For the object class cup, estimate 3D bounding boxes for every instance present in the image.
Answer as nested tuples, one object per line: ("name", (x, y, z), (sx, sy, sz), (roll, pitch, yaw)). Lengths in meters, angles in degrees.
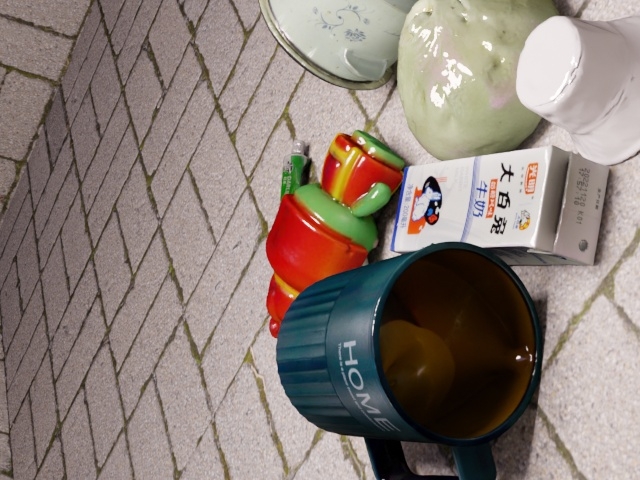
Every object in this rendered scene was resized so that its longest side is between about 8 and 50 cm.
("cup", (0.119, 0.162, 1.542), (0.242, 0.308, 0.292), (-49, 17, -25))

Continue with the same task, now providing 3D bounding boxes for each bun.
("bun", (0.191, -0.243, 1.625), (0.283, 0.179, 0.283), (-32, 52, 52))

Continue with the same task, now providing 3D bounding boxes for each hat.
("hat", (0.315, -0.197, 1.426), (0.203, 0.126, 0.203), (-30, 54, 51))

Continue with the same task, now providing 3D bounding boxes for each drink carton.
("drink carton", (0.225, -0.037, 1.537), (0.315, 0.107, 0.130), (-4, 74, 60))

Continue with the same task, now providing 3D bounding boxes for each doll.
("doll", (0.001, 0.000, 1.878), (0.182, 0.160, 0.363), (47, 118, 51))

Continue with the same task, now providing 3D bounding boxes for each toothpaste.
("toothpaste", (-0.050, -0.062, 2.137), (0.078, 0.047, 0.248), (-21, 60, 60))

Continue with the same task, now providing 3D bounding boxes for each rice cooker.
("rice cooker", (0.053, -0.389, 1.875), (0.317, 0.264, 0.316), (-11, 76, 52))
